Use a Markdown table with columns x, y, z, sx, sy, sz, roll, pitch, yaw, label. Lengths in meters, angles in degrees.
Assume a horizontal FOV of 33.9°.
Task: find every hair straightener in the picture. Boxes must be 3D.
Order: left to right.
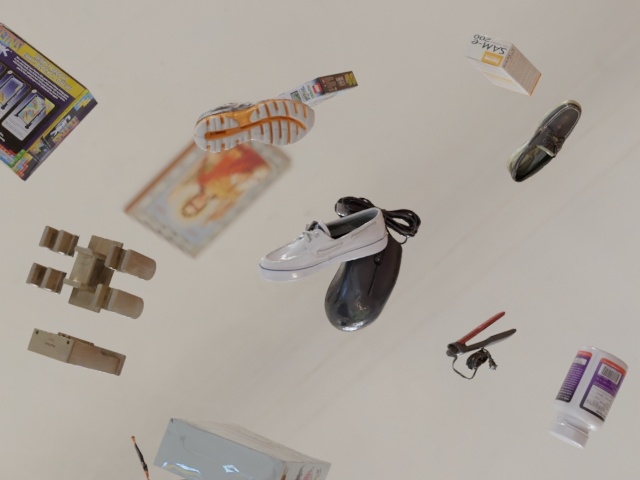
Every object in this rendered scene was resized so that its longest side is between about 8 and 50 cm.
| x | y | z | sx | sy | sz | roll | pitch | yaw | label |
| --- | --- | --- | --- | --- | --- | --- | --- | --- | --- |
| 0.309 | 0.204 | 1.970 | 0.230 | 0.047 | 0.089 | -20 | -107 | -54 | hair straightener |

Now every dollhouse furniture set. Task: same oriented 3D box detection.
| x | y | z | sx | sy | sz | roll | pitch | yaw | label |
| --- | --- | --- | --- | --- | --- | --- | --- | --- | --- |
| -0.428 | 0.117 | 1.986 | 0.212 | 0.242 | 0.161 | 14 | 171 | 28 | dollhouse furniture set |

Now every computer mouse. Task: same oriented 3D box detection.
| x | y | z | sx | sy | sz | roll | pitch | yaw | label |
| --- | --- | --- | --- | --- | --- | --- | --- | --- | --- |
| 0.090 | 0.059 | 2.073 | 0.189 | 0.272 | 0.072 | 14 | -172 | -20 | computer mouse |

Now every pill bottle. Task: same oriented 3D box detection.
| x | y | z | sx | sy | sz | roll | pitch | yaw | label |
| --- | --- | --- | --- | --- | --- | --- | --- | --- | --- |
| 0.543 | 0.322 | 2.148 | 0.108 | 0.193 | 0.108 | 27 | 170 | 5 | pill bottle |

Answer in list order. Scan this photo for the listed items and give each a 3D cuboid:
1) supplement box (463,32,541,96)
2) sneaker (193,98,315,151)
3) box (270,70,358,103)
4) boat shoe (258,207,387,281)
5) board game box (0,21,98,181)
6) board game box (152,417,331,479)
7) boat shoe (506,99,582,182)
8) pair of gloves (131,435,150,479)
| x | y | z | sx | sy | sz | roll | pitch | yaw | label |
| --- | --- | --- | --- | --- | --- | --- | --- | --- | --- |
| 0.239 | -0.229 | 1.370 | 0.062 | 0.036 | 0.098 | 27 | 180 | 37 | supplement box |
| -0.116 | -0.210 | 1.819 | 0.083 | 0.215 | 0.084 | -116 | 23 | -62 | sneaker |
| -0.010 | -0.293 | 2.078 | 0.036 | 0.114 | 0.207 | 67 | -157 | -4 | box |
| 0.000 | 0.000 | 1.976 | 0.095 | 0.258 | 0.084 | -131 | 26 | -54 | boat shoe |
| -0.396 | -0.180 | 1.351 | 0.170 | 0.141 | 0.048 | 38 | 169 | 19 | board game box |
| -0.132 | 0.404 | 1.900 | 0.224 | 0.097 | 0.303 | 19 | 175 | 20 | board game box |
| 0.345 | -0.146 | 1.599 | 0.056 | 0.152 | 0.049 | 27 | -150 | -17 | boat shoe |
| -0.334 | 0.414 | 1.971 | 0.083 | 0.010 | 0.074 | 84 | 159 | -46 | pair of gloves |
